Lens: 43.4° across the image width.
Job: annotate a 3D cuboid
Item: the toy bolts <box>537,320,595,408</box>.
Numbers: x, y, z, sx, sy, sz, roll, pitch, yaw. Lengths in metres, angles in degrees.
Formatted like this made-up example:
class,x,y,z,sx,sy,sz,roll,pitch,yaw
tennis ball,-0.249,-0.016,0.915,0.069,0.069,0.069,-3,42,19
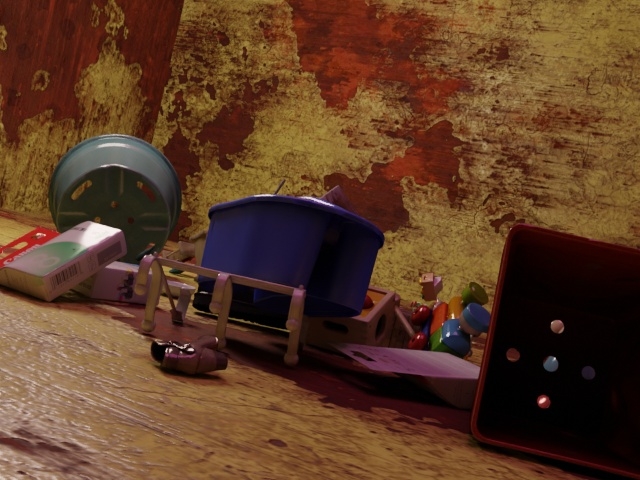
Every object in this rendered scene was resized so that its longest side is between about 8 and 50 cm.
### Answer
class,x,y,z,sx,sy,sz,roll,pitch,yaw
toy bolts,0.354,0.196,1.312,0.218,0.159,0.228,13,0,-9

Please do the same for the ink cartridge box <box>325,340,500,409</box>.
class,x,y,z,sx,sy,sz,roll,pitch,yaw
ink cartridge box,0.142,0.208,1.237,0.232,0.066,0.189,4,4,-22

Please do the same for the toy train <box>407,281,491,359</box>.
class,x,y,z,sx,sy,sz,roll,pitch,yaw
toy train,0.246,0.126,1.461,0.105,0.143,0.248,36,30,-10

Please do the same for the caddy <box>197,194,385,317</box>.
class,x,y,z,sx,sy,sz,roll,pitch,yaw
caddy,-0.052,0.012,1.317,0.241,0.179,0.341,23,-17,-32

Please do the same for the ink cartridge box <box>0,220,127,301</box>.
class,x,y,z,sx,sy,sz,roll,pitch,yaw
ink cartridge box,-0.474,0.017,1.369,0.224,0.056,0.181,16,34,28

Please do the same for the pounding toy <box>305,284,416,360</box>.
class,x,y,z,sx,sy,sz,roll,pitch,yaw
pounding toy,0.096,0.127,1.497,0.181,0.094,0.206,13,28,24

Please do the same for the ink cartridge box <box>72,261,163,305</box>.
class,x,y,z,sx,sy,sz,roll,pitch,yaw
ink cartridge box,-0.393,0.071,1.475,0.181,0.062,0.104,13,1,-45

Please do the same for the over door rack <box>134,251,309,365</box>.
class,x,y,z,sx,sy,sz,roll,pitch,yaw
over door rack,-0.139,0.121,1.236,0.239,0.108,0.324,13,-14,3

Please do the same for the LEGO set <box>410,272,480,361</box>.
class,x,y,z,sx,sy,sz,roll,pitch,yaw
LEGO set,0.240,0.181,1.734,0.107,0.132,0.287,7,-26,38

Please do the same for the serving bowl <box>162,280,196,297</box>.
class,x,y,z,sx,sy,sz,roll,pitch,yaw
serving bowl,-0.309,0.106,1.720,0.083,0.027,0.083,13,1,0

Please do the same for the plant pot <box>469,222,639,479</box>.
class,x,y,z,sx,sy,sz,roll,pitch,yaw
plant pot,0.333,0.155,1.063,0.267,0.268,0.236,13,-11,3

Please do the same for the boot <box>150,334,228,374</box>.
class,x,y,z,sx,sy,sz,roll,pitch,yaw
boot,-0.170,0.138,1.008,0.086,0.042,0.118,10,1,-25

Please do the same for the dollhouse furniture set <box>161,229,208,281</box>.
class,x,y,z,sx,sy,sz,roll,pitch,yaw
dollhouse furniture set,-0.328,0.069,2.239,0.183,0.130,0.128,-24,-24,36

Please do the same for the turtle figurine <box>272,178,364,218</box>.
class,x,y,z,sx,sy,sz,roll,pitch,yaw
turtle figurine,-0.075,0.029,1.729,0.274,0.266,0.198,-29,-59,26

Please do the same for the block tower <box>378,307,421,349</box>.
class,x,y,z,sx,sy,sz,roll,pitch,yaw
block tower,0.116,0.173,1.681,0.097,0.091,0.335,12,2,-42

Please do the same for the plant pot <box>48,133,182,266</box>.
class,x,y,z,sx,sy,sz,roll,pitch,yaw
plant pot,-0.497,-0.075,1.956,0.340,0.341,0.334,13,8,-16

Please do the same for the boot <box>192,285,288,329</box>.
class,x,y,z,sx,sy,sz,roll,pitch,yaw
boot,-0.115,0.055,1.574,0.246,0.207,0.094,12,-19,2

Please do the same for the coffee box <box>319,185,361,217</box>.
class,x,y,z,sx,sy,sz,roll,pitch,yaw
coffee box,0.000,0.000,1.597,0.141,0.098,0.246,54,28,-3
